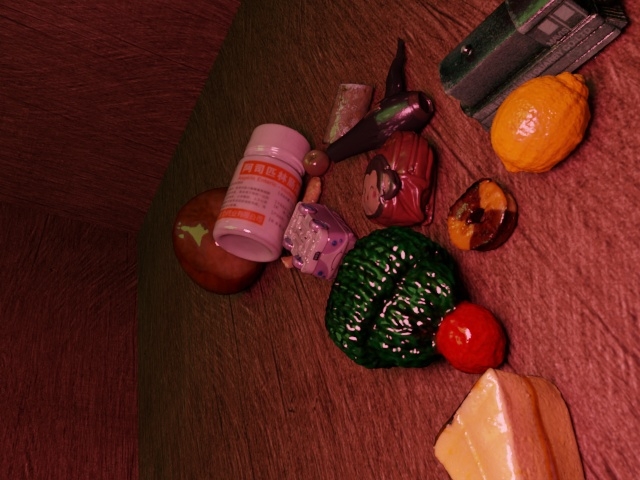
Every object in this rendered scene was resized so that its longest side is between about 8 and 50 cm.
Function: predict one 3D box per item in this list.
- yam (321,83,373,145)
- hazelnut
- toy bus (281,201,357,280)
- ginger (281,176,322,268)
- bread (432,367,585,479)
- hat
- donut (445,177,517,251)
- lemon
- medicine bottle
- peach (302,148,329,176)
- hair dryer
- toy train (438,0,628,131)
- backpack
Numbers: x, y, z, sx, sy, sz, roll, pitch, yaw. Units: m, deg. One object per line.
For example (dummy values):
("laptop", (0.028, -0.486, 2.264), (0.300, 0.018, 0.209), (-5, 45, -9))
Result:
("yam", (0.077, -0.339, 1.551), (0.107, 0.107, 0.194), (13, 86, 61))
("hazelnut", (-0.321, -0.002, 1.885), (0.365, 0.365, 0.366), (-35, 48, 49))
("toy bus", (0.000, 0.000, 1.479), (0.142, 0.142, 0.202), (-63, 30, 19))
("ginger", (-0.049, -0.054, 1.668), (0.089, 0.075, 0.288), (2, 75, 58))
("bread", (0.306, 0.324, 0.775), (0.163, 0.167, 0.264), (-62, 35, 20))
("hat", (0.174, 0.139, 1.037), (0.332, 0.242, 0.274), (32, 117, 47))
("donut", (0.302, -0.043, 1.060), (0.140, 0.059, 0.141), (-34, 48, 48))
("lemon", (0.364, -0.195, 0.945), (0.187, 0.142, 0.142), (-54, 34, 21))
("medicine bottle", (-0.166, -0.141, 1.694), (0.211, 0.211, 0.372), (-22, 46, 55))
("peach", (-0.012, -0.226, 1.677), (0.083, 0.083, 0.083), (-35, 48, 49))
("hair dryer", (0.159, -0.366, 1.439), (0.303, 0.120, 0.360), (-23, 45, 46))
("toy train", (0.349, -0.342, 1.005), (0.330, 0.178, 0.139), (-39, 45, 45))
("backpack", (0.175, -0.136, 1.258), (0.229, 0.138, 0.230), (-169, 90, -79))
